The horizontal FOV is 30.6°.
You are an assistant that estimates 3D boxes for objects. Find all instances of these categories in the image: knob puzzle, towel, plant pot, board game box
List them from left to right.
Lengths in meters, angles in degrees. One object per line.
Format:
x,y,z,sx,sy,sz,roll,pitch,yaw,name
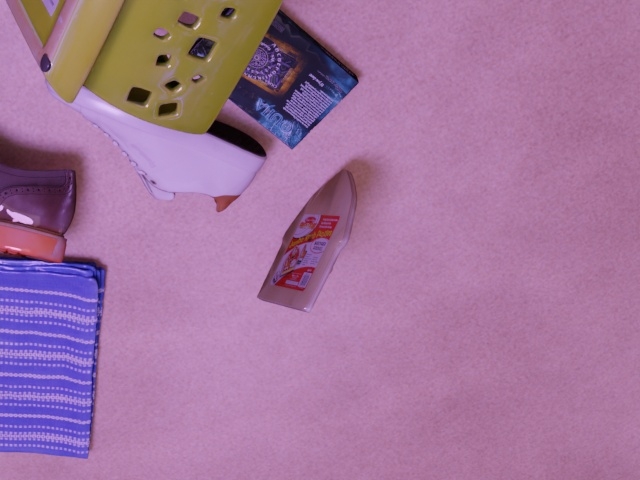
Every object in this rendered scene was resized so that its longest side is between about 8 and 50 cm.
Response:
-0.428,0.166,1.612,0.243,0.040,0.335,4,120,-10,towel
-0.198,-0.269,1.226,0.207,0.228,0.227,1,135,-41,plant pot
-0.062,-0.212,1.448,0.186,0.026,0.126,38,109,-26,board game box
0.000,0.000,1.497,0.030,0.213,0.213,29,112,-21,knob puzzle

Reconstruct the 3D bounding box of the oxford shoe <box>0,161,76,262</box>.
-0.479,-0.078,1.437,0.364,0.130,0.132,16,84,-9,oxford shoe

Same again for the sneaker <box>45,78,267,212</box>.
-0.216,-0.115,1.436,0.290,0.106,0.123,25,111,-22,sneaker
